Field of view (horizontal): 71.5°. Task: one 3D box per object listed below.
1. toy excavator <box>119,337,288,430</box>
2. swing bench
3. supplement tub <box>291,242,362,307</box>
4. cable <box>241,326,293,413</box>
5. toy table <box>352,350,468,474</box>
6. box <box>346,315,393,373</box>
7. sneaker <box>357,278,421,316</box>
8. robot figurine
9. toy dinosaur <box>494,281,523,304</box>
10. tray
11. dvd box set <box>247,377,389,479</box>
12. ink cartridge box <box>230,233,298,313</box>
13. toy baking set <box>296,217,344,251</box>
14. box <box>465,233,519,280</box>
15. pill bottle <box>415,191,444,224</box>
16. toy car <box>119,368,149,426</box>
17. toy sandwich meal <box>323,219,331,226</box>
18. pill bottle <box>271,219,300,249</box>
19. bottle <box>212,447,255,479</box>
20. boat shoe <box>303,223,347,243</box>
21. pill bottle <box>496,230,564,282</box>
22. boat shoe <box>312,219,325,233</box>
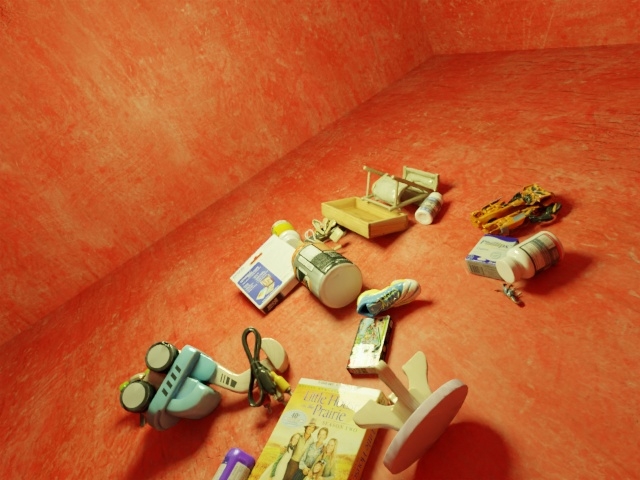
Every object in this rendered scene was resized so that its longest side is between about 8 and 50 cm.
[{"bbox_3d":[-0.386,0.495,1.568,0.445,0.222,0.433,21,68,17],"label":"toy excavator"},{"bbox_3d":[0.359,-0.241,2.025,0.255,0.165,0.253,-5,19,-24],"label":"swing bench"},{"bbox_3d":[0.013,0.124,1.774,0.193,0.193,0.316,-37,29,-11],"label":"supplement tub"},{"bbox_3d":[-0.205,0.436,1.488,0.139,0.072,0.287,-35,61,3],"label":"cable"},{"bbox_3d":[0.218,0.415,1.113,0.274,0.252,0.161,-31,43,-24],"label":"toy table"},{"bbox_3d":[0.164,0.341,1.459,0.114,0.036,0.207,-12,34,30],"label":"box"},{"bbox_3d":[0.228,0.212,1.529,0.240,0.091,0.126,-24,12,31],"label":"sneaker"},{"bbox_3d":[0.705,-0.108,1.605,0.291,0.085,0.211,-28,30,6],"label":"robot figurine"},{"bbox_3d":[0.584,0.169,1.359,0.090,0.047,0.082,125,159,-47],"label":"toy dinosaur"},{"bbox_3d":[0.189,-0.113,2.025,0.203,0.076,0.411,-13,23,-24],"label":"tray"},{"bbox_3d":[-0.020,0.588,1.224,0.307,0.062,0.420,-4,39,38],"label":"dvd box set"},{"bbox_3d":[-0.225,0.144,2.019,0.303,0.072,0.307,-45,40,-10],"label":"ink cartridge box"},{"bbox_3d":[0.002,0.005,2.059,0.256,0.030,0.197,-33,50,23],"label":"toy baking set"},{"bbox_3d":[0.579,0.053,1.487,0.137,0.072,0.126,-44,32,-24],"label":"box"},{"bbox_3d":[0.464,-0.137,1.879,0.078,0.078,0.137,3,44,45],"label":"pill bottle"},{"bbox_3d":[-0.676,0.623,1.749,0.155,0.149,0.188,-31,58,7],"label":"toy car"},{"bbox_3d":[0.050,-0.103,2.254,0.085,0.029,0.085,-23,30,14],"label":"toy sandwich meal"},{"bbox_3d":[-0.170,-0.015,2.232,0.117,0.117,0.215,-33,29,-4],"label":"pill bottle"},{"bbox_3d":[-0.282,0.718,1.210,0.283,0.092,0.118,-58,-4,-40],"label":"bottle"},{"bbox_3d":[0.012,-0.031,2.139,0.228,0.068,0.081,-20,31,18],"label":"boat shoe"},{"bbox_3d":[0.640,0.056,1.369,0.180,0.108,0.108,-27,28,-9],"label":"pill bottle"},{"bbox_3d":[-0.001,-0.068,2.235,0.049,0.043,0.137,-34,31,-9],"label":"boat shoe"}]
